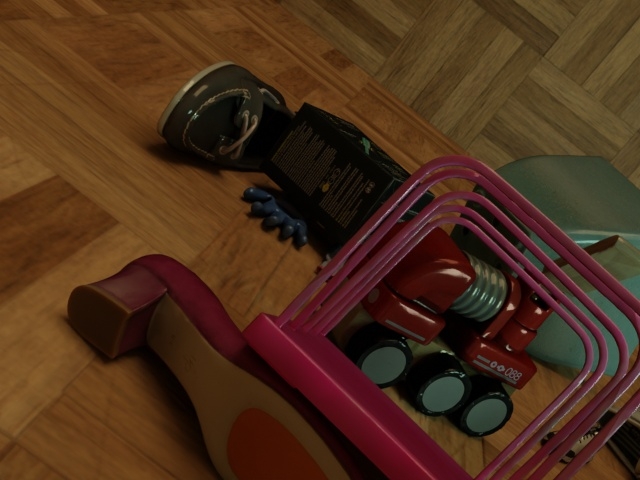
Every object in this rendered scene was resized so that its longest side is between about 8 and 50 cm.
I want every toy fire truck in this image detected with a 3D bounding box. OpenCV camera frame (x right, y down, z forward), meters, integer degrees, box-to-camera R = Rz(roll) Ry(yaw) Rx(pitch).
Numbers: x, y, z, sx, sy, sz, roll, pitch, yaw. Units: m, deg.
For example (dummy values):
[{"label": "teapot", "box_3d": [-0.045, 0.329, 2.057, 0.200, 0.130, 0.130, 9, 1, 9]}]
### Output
[{"label": "toy fire truck", "box_3d": [0.156, 0.051, 0.921, 0.217, 0.246, 0.158, 29, 18, -30]}]

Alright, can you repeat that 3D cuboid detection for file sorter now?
[{"label": "file sorter", "box_3d": [0.101, 0.076, 0.704, 0.202, 0.182, 0.290, 44, -1, 9]}]

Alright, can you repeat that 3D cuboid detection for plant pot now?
[{"label": "plant pot", "box_3d": [0.324, 0.023, 1.406, 0.252, 0.247, 0.248, 7, 31, -32]}]

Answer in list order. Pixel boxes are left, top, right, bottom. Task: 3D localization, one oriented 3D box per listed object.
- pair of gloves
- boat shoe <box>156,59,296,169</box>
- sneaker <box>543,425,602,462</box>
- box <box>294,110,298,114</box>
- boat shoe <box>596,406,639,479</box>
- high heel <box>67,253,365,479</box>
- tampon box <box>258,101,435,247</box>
[{"label": "pair of gloves", "box_3d": [0.000, 0.000, 1.132, 0.198, 0.023, 0.159, 39, 16, 5]}, {"label": "boat shoe", "box_3d": [-0.085, -0.138, 1.165, 0.095, 0.112, 0.335, 36, 12, 8]}, {"label": "sneaker", "box_3d": [0.290, 0.225, 1.112, 0.109, 0.043, 0.040, 14, 31, -52]}, {"label": "box", "box_3d": [-0.005, -0.173, 1.603, 0.067, 0.018, 0.083, 21, 23, -46]}, {"label": "boat shoe", "box_3d": [0.417, 0.281, 1.200, 0.076, 0.083, 0.226, 16, 14, -28]}, {"label": "high heel", "box_3d": [-0.050, 0.093, 0.661, 0.244, 0.082, 0.117, 30, 23, 20]}, {"label": "tampon box", "box_3d": [0.032, -0.071, 1.178, 0.161, 0.101, 0.120, 44, 15, 29]}]
